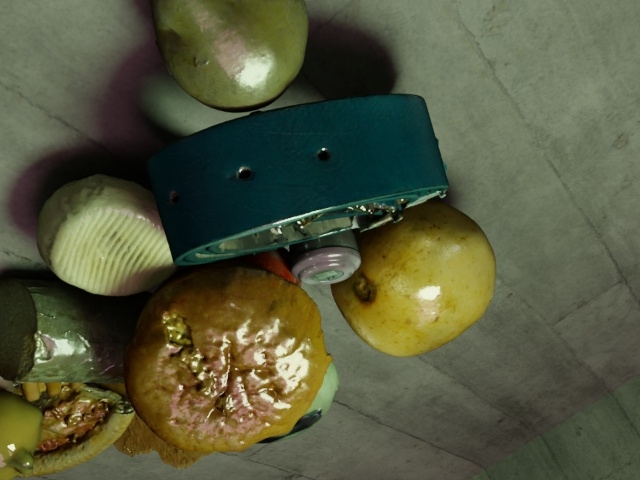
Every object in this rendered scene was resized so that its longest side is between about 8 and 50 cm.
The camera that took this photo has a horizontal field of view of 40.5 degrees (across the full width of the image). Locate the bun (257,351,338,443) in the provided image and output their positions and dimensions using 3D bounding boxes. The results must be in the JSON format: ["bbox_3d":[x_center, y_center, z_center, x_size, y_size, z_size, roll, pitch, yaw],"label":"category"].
[{"bbox_3d":[-0.117,0.245,1.662,0.293,0.187,0.293,-2,126,-2],"label":"bun"}]

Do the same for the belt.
[{"bbox_3d":[-0.024,-0.086,1.206,0.436,0.173,0.300,-9,172,-35],"label":"belt"}]

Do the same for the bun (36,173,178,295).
[{"bbox_3d":[-0.299,-0.020,1.245,0.222,0.127,0.222,-9,137,-8],"label":"bun"}]

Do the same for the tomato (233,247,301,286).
[{"bbox_3d":[-0.113,0.095,1.475,0.151,0.187,0.187,10,141,4],"label":"tomato"}]

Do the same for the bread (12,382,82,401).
[{"bbox_3d":[-0.451,0.212,1.482,0.177,0.084,0.119,-15,145,-24],"label":"bread"}]

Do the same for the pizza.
[{"bbox_3d":[-0.503,0.345,1.572,0.365,0.074,0.182,-15,124,10],"label":"pizza"}]

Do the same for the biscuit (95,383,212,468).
[{"bbox_3d":[-0.265,0.274,1.556,0.376,0.269,0.051,-46,177,30],"label":"biscuit"}]

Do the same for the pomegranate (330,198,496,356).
[{"bbox_3d":[0.160,0.062,1.523,0.307,0.307,0.307,-18,145,-13],"label":"pomegranate"}]

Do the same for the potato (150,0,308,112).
[{"bbox_3d":[-0.108,-0.258,1.031,0.235,0.160,0.178,48,64,-41],"label":"potato"}]

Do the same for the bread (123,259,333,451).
[{"bbox_3d":[-0.146,0.167,1.309,0.312,0.172,0.312,-5,112,-12],"label":"bread"}]

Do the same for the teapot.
[{"bbox_3d":[0.008,-0.003,1.437,0.116,0.146,0.148,-18,156,22],"label":"teapot"}]

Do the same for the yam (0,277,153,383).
[{"bbox_3d":[-0.380,0.147,1.371,0.268,0.161,0.161,10,131,-43],"label":"yam"}]

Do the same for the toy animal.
[{"bbox_3d":[-0.538,0.280,1.360,0.169,0.281,0.195,-44,147,-12],"label":"toy animal"}]
